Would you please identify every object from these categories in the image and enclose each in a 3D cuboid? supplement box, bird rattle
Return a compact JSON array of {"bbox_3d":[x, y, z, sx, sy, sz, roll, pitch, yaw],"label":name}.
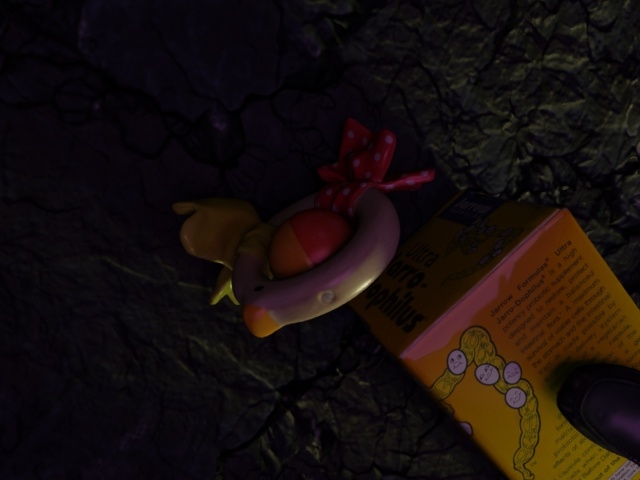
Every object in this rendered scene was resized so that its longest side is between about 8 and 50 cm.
[{"bbox_3d":[0.226,0.145,0.638,0.195,0.194,0.356,-42,105,-3],"label":"supplement box"},{"bbox_3d":[0.000,0.000,0.569,0.254,0.207,0.143,-21,122,1],"label":"bird rattle"}]

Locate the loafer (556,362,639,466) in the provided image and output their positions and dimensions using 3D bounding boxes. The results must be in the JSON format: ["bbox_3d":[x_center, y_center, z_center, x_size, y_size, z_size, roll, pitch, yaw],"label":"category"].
[{"bbox_3d":[0.304,0.167,0.516,0.223,0.078,0.076,26,92,-16],"label":"loafer"}]
